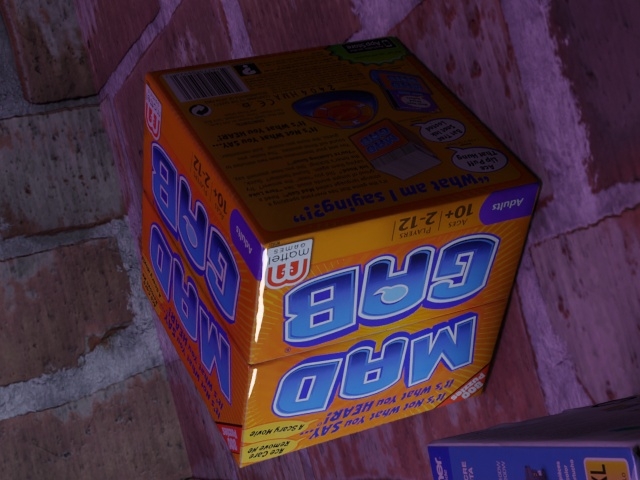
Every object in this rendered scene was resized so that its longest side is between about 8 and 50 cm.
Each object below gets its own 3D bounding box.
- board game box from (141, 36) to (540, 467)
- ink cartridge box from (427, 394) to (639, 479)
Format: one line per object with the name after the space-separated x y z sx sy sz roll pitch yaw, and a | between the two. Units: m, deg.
0.000 0.000 1.488 0.356 0.356 0.356 53 146 42 | board game box
0.285 0.231 1.090 0.395 0.270 0.151 163 99 -65 | ink cartridge box
